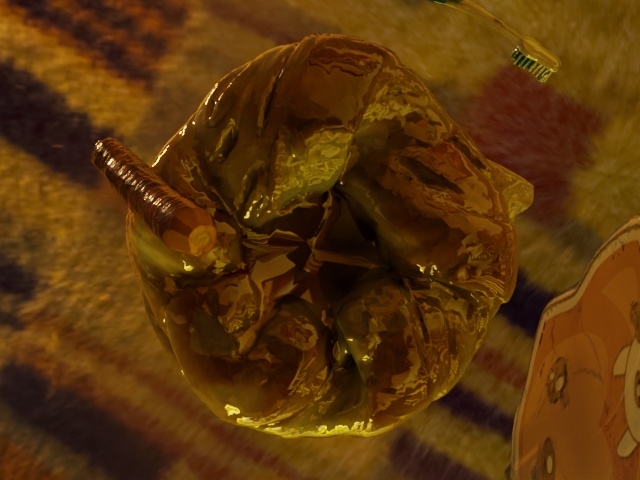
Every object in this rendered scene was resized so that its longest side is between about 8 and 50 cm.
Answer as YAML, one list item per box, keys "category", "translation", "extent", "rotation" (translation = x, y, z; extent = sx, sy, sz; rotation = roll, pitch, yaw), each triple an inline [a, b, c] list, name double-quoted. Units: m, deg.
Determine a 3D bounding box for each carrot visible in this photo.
- category: "carrot"
  translation: [-0.134, -0.037, 1.161]
  extent: [0.042, 0.042, 0.170]
  rotation: [-57, 44, 8]

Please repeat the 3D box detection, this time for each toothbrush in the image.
- category: "toothbrush"
  translation: [0.095, -0.239, 1.362]
  extent: [0.304, 0.030, 0.030]
  rotation: [33, 98, -11]

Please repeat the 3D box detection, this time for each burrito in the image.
- category: "burrito"
  translation: [0.111, -0.073, 1.535]
  extent: [0.226, 0.060, 0.087]
  rotation: [23, 84, 4]

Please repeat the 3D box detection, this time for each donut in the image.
- category: "donut"
  translation: [0.000, 0.000, 1.330]
  extent: [0.360, 0.170, 0.360]
  rotation: [0, 89, -11]

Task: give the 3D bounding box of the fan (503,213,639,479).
- category: "fan"
  translation: [0.081, 0.083, 0.540]
  extent: [0.009, 0.220, 0.132]
  rotation: [10, 62, -11]
